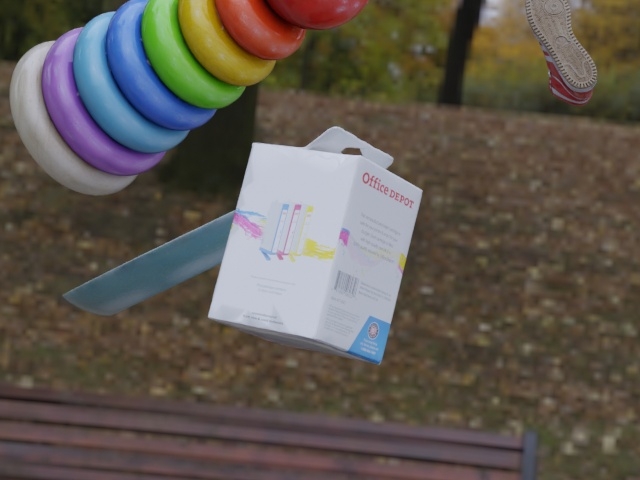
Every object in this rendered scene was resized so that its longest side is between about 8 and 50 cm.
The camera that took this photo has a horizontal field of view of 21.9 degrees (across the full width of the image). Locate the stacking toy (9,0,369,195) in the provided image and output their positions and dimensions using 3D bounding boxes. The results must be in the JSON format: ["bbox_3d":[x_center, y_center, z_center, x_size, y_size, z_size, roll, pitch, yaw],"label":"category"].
[{"bbox_3d":[-0.092,-0.161,1.314,0.330,0.141,0.141,-28,-20,32],"label":"stacking toy"}]

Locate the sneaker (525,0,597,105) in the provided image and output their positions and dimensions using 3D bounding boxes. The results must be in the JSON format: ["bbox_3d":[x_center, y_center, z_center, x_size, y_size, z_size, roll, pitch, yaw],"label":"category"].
[{"bbox_3d":[0.224,-0.180,1.557,0.042,0.118,0.067,-21,-20,-1],"label":"sneaker"}]

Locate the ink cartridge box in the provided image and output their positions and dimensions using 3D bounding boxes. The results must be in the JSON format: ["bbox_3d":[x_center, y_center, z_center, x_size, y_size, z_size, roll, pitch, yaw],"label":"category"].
[{"bbox_3d":[0.000,0.000,1.120,0.090,0.143,0.092,9,-10,33],"label":"ink cartridge box"}]

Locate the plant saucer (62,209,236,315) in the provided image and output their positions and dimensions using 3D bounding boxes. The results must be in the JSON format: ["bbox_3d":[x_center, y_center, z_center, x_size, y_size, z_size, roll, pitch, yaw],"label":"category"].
[{"bbox_3d":[-0.111,0.004,1.693,0.317,0.044,0.317,-27,1,1],"label":"plant saucer"}]
